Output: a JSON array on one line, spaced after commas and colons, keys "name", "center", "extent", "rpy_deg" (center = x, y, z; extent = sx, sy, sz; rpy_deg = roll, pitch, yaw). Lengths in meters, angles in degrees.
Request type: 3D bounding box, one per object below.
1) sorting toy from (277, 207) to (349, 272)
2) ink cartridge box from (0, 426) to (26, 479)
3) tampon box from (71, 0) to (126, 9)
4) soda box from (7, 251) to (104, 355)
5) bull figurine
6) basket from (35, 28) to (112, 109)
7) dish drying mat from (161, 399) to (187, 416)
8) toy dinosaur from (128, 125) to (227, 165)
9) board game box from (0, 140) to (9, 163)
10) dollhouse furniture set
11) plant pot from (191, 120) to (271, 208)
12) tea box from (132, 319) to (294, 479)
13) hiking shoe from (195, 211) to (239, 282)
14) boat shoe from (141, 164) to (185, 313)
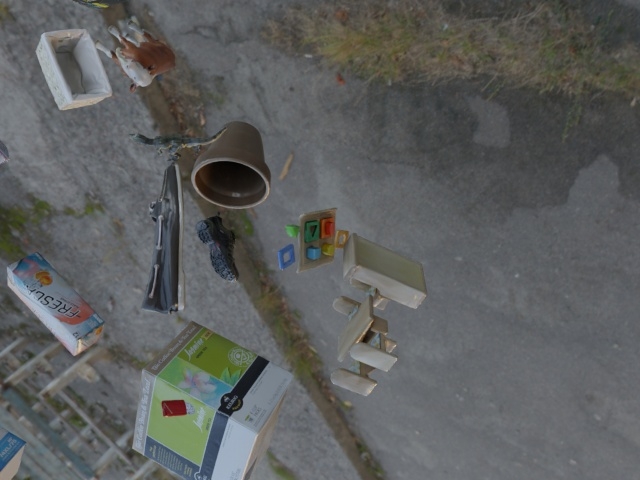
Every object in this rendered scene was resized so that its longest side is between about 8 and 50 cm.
[{"name": "sorting toy", "center": [0.000, 0.000, 1.745], "extent": [0.047, 0.347, 0.196], "rpy_deg": [16, 109, 36]}, {"name": "ink cartridge box", "center": [-0.994, 0.600, 1.493], "extent": [0.270, 0.197, 0.198], "rpy_deg": [33, 126, -3]}, {"name": "tampon box", "center": [-0.608, -0.715, 1.509], "extent": [0.160, 0.120, 0.102], "rpy_deg": [-1, 94, 28]}, {"name": "soda box", "center": [-0.456, 0.108, 0.946], "extent": [0.183, 0.058, 0.063], "rpy_deg": [42, 135, 9]}, {"name": "bull figurine", "center": [-0.529, -0.533, 1.591], "extent": [0.188, 0.310, 0.101], "rpy_deg": [44, 112, -11]}, {"name": "basket", "center": [-0.599, -0.408, 1.328], "extent": [0.103, 0.113, 0.167], "rpy_deg": [-11, 102, 47]}, {"name": "dish drying mat", "center": [-0.289, 0.332, 1.089], "extent": [0.083, 0.008, 0.032], "rpy_deg": [41, -151, -68]}, {"name": "toy dinosaur", "center": [-0.385, -0.265, 1.522], "extent": [0.118, 0.268, 0.064], "rpy_deg": [97, 166, -72]}, {"name": "board game box", "center": [-0.909, -0.229, 1.164], "extent": [0.066, 0.318, 0.318], "rpy_deg": [51, 166, 41]}, {"name": "dollhouse furniture set", "center": [0.123, 0.213, 1.774], "extent": [0.256, 0.362, 0.394], "rpy_deg": [24, 122, -13]}, {"name": "plant pot", "center": [-0.287, -0.272, 1.866], "extent": [0.262, 0.229, 0.263], "rpy_deg": [3, 145, 2]}, {"name": "tea box", "center": [-0.285, 0.447, 1.433], "extent": [0.323, 0.220, 0.329], "rpy_deg": [26, 124, 9]}, {"name": "hiking shoe", "center": [-0.300, 0.022, 1.752], "extent": [0.086, 0.114, 0.227], "rpy_deg": [-8, 111, 42]}, {"name": "boat shoe", "center": [-0.349, -0.005, 1.214], "extent": [0.112, 0.095, 0.336], "rpy_deg": [157, 111, -74]}]
